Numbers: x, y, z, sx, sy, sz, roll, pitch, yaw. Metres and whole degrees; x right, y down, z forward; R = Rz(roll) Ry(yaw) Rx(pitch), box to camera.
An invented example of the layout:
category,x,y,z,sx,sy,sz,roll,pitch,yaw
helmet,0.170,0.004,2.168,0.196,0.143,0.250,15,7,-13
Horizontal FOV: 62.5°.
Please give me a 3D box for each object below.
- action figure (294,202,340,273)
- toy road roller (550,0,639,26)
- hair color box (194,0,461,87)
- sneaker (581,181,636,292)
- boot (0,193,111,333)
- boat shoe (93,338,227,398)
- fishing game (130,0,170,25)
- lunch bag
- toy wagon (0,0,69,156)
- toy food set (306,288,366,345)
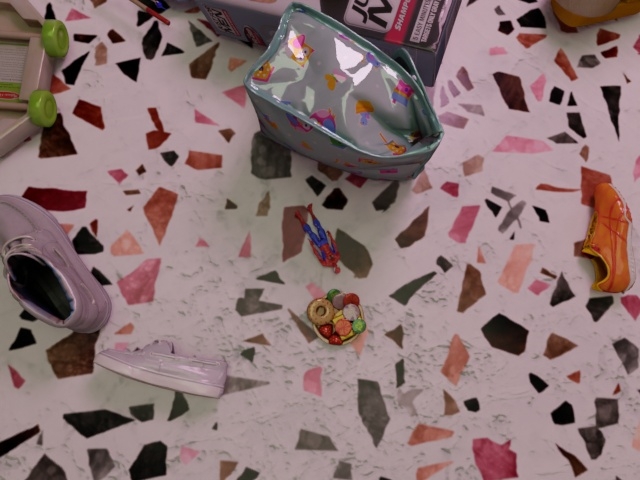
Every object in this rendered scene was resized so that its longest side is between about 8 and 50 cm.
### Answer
category,x,y,z,sx,sy,sz,roll,pitch,yaw
action figure,0.000,0.000,0.811,0.038,0.030,0.115,-28,83,-13
toy road roller,0.513,-0.524,0.859,0.329,0.203,0.241,-19,68,-11
hair color box,0.018,-0.380,0.790,0.374,0.113,0.186,18,86,12
sneaker,0.440,-0.007,0.815,0.067,0.064,0.175,-2,76,7
boot,-0.401,0.021,0.737,0.258,0.123,0.095,44,80,6
boat shoe,-0.222,0.175,0.748,0.184,0.066,0.063,13,68,1
fishing game,-0.233,-0.476,0.890,0.189,0.041,0.264,33,71,4
lunch bag,0.045,-0.179,0.748,0.262,0.223,0.160,28,86,3
toy wagon,-0.544,-0.228,0.811,0.266,0.068,0.345,4,79,-2
toy food set,0.027,0.115,0.791,0.082,0.020,0.083,-26,81,-8
